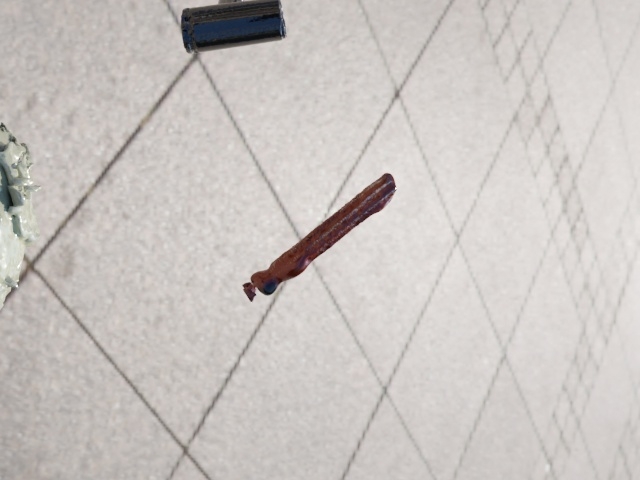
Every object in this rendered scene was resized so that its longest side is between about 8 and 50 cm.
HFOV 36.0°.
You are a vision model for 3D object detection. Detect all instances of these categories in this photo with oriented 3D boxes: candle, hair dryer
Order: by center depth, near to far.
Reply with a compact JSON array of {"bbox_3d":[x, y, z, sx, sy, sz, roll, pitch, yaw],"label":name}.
[{"bbox_3d":[0.000,0.000,1.670,0.051,0.329,0.048,54,14,10],"label":"candle"},{"bbox_3d":[-0.173,-0.466,1.963,0.251,0.197,0.089,-96,178,-52],"label":"hair dryer"}]

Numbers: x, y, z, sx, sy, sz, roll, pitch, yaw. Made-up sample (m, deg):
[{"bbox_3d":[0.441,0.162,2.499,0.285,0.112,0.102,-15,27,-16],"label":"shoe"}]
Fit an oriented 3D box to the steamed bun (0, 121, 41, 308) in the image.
[{"bbox_3d":[-0.442,-0.046,0.978,0.312,0.334,0.233,25,106,-36],"label":"steamed bun"}]
